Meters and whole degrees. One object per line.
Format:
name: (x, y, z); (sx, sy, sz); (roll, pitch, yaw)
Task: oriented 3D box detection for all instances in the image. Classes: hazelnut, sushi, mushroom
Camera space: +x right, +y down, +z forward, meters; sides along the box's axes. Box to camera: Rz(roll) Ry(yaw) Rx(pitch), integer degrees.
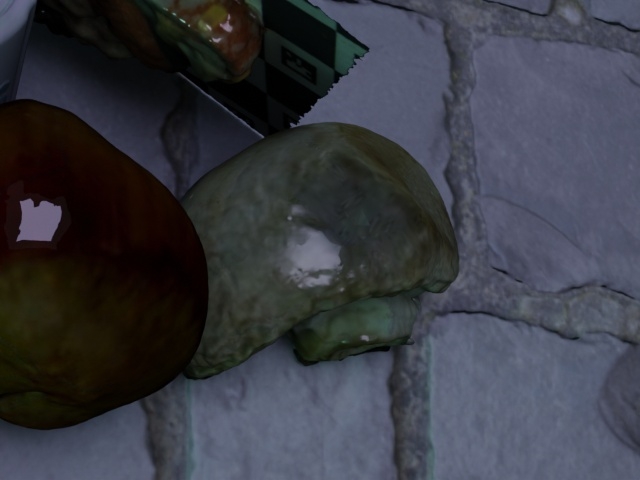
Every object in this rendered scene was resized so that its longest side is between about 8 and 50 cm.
hazelnut: (-0.186, 0.014, 1.088); (0.217, 0.251, 0.217); (-5, 59, 8)
sushi: (-0.154, -0.179, 1.166); (0.339, 0.320, 0.069); (37, 75, -6)
mushroom: (0.001, -0.008, 1.230); (0.267, 0.164, 0.189); (-8, 73, -25)

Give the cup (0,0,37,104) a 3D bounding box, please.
cup: (-0.297, -0.129, 1.134); (0.167, 0.202, 0.221); (15, 63, -13)
